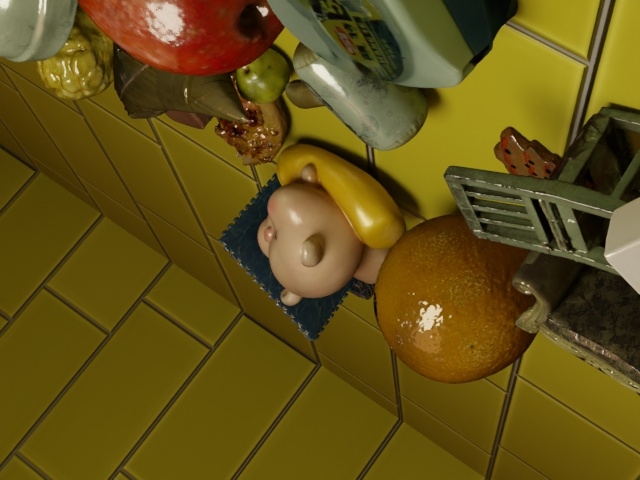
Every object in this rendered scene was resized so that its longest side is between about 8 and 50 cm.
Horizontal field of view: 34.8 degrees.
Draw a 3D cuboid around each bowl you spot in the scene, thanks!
[{"bbox_3d":[-0.542,-0.443,1.676,0.307,0.163,0.307,20,117,45],"label":"bowl"}]

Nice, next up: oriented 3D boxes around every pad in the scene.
[{"bbox_3d":[-0.039,0.015,1.927,0.269,0.270,0.012,46,139,-12],"label":"pad"}]

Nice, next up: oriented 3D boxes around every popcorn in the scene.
[{"bbox_3d":[-0.421,-0.359,1.849,0.226,0.203,0.200,-23,-86,-85],"label":"popcorn"}]

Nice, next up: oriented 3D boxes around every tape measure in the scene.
[{"bbox_3d":[0.052,-0.294,1.114,0.262,0.138,0.259,19,154,49],"label":"tape measure"}]

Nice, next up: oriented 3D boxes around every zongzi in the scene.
[{"bbox_3d":[-0.231,-0.235,1.702,0.300,0.145,0.274,51,154,14],"label":"zongzi"}]

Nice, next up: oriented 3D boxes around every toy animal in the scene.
[{"bbox_3d":[-0.016,-0.013,1.825,0.277,0.247,0.345,41,170,11],"label":"toy animal"}]

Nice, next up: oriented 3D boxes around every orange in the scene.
[{"bbox_3d":[0.215,0.088,1.592,0.274,0.274,0.274,35,164,12],"label":"orange"}]

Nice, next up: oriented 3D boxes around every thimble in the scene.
[{"bbox_3d":[0.078,0.071,2.194,0.104,0.066,0.095,49,160,-26],"label":"thimble"}]

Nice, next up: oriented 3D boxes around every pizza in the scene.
[{"bbox_3d":[-0.132,-0.219,1.813,0.161,0.086,0.305,35,163,13],"label":"pizza"}]

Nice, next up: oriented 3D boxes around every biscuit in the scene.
[{"bbox_3d":[0.286,-0.098,1.356,0.130,0.019,0.119,26,160,36],"label":"biscuit"}]

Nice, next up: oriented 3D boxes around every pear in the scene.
[{"bbox_3d":[-0.087,-0.260,1.610,0.092,0.092,0.097,32,-155,21],"label":"pear"}]

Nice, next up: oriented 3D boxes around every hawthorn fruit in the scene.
[{"bbox_3d":[-0.172,-0.329,1.264,0.284,0.284,0.284,35,164,12],"label":"hawthorn fruit"}]

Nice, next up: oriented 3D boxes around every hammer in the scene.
[{"bbox_3d":[0.021,-0.216,1.471,0.202,0.113,0.305,46,168,-17],"label":"hammer"}]

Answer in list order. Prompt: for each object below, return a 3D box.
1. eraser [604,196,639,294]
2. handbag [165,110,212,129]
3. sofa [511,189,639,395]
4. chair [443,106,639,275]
[{"bbox_3d":[0.403,-0.040,0.918,0.078,0.076,0.298,43,135,-16],"label":"eraser"},{"bbox_3d":[-0.288,-0.305,1.937,0.151,0.072,0.193,20,158,48],"label":"handbag"},{"bbox_3d":[0.385,0.058,1.255,0.258,0.200,0.182,33,166,22],"label":"sofa"},{"bbox_3d":[0.304,-0.064,1.177,0.270,0.147,0.136,19,155,40],"label":"chair"}]
